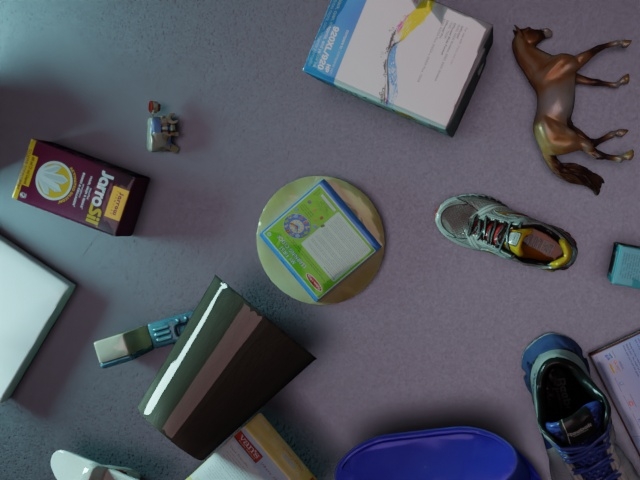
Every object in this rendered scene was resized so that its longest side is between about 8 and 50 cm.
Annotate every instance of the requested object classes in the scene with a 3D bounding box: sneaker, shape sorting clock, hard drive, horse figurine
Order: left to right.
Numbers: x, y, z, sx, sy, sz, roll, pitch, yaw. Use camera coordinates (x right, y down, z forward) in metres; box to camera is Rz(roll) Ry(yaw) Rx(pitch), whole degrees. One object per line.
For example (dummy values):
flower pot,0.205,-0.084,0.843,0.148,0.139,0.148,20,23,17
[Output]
hard drive,-0.614,0.078,1.868,0.353,0.047,0.233,33,96,8
shape sorting clock,0.000,0.000,1.766,0.206,0.040,0.206,1,95,7
sneaker,0.283,-0.015,1.693,0.225,0.093,0.088,16,94,9
horse figurine,0.380,-0.200,1.685,0.174,0.066,0.263,-1,89,4
sneaker,0.381,0.299,1.643,0.127,0.182,0.316,-22,88,11

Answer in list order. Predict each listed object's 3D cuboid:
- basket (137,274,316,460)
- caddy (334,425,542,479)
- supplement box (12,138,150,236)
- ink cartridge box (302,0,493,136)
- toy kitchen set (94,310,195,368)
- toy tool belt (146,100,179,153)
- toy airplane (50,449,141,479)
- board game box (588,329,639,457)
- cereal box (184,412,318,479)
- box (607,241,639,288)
basket,-0.151,0.202,1.669,0.204,0.154,0.227,41,85,-19
caddy,0.174,0.411,1.688,0.341,0.179,0.241,-8,67,10
supplement box,-0.386,-0.085,1.807,0.188,0.081,0.104,20,95,8
ink cartridge box,0.123,-0.278,1.670,0.232,0.171,0.168,24,96,8
toy kitchen set,-0.223,0.204,1.769,0.207,0.122,0.166,-17,89,10
toy tool belt,-0.253,-0.183,1.803,0.051,0.052,0.083,1,96,-22
toy airplane,-0.386,0.533,1.766,0.384,0.272,0.386,-24,51,-1
board game box,0.536,0.269,1.694,0.145,0.027,0.281,-26,88,11
cereal box,-0.105,0.391,1.733,0.173,0.047,0.240,49,132,5
box,0.554,0.056,1.647,0.244,0.100,0.060,12,95,9
